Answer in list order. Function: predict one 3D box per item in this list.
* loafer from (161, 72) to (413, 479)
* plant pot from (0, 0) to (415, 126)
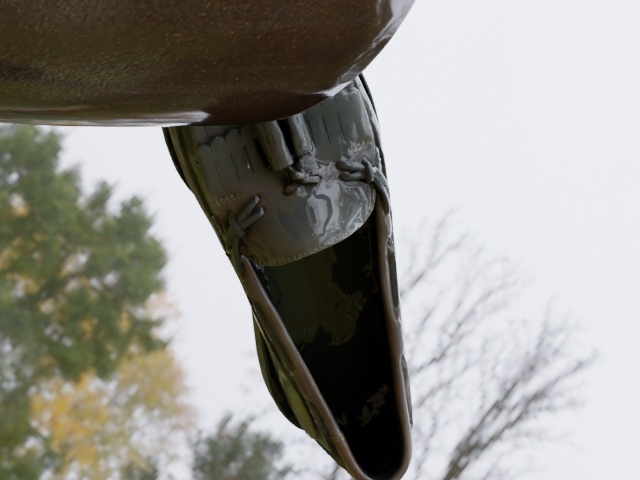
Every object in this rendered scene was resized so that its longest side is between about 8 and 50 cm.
[{"bbox_3d":[0.000,0.000,0.690,0.084,0.096,0.268,-124,-167,-52],"label":"loafer"},{"bbox_3d":[-0.114,-0.123,0.431,0.215,0.230,0.215,13,-70,40],"label":"plant pot"}]
